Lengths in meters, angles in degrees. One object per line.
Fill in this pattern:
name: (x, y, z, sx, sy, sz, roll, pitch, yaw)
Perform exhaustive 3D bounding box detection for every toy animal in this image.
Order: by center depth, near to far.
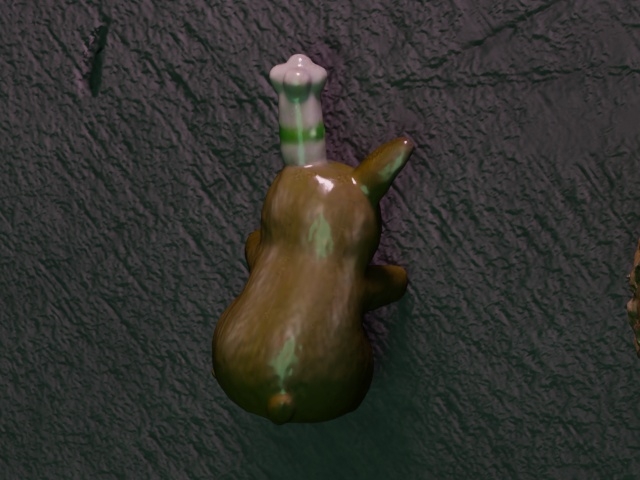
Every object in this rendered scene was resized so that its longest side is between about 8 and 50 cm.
toy animal: (0.001, 0.008, 1.811, 0.181, 0.180, 0.363, 15, 89, 8)

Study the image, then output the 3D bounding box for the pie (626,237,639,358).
pie: (0.455, 0.051, 1.692, 0.339, 0.083, 0.340, 5, 107, 16)
